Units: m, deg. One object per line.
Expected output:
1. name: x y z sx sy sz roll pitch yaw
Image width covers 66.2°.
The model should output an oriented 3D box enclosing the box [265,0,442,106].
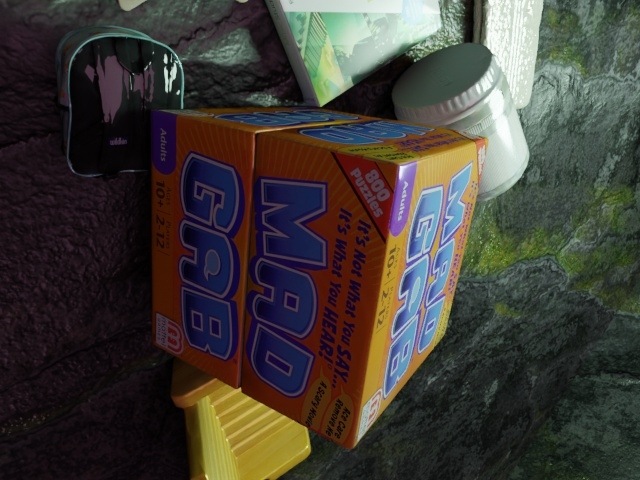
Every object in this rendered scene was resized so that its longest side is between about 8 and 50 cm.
1. box: 0.068 -0.420 0.873 0.322 0.058 0.232 -36 126 -15

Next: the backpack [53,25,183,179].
1. backpack: -0.277 -0.197 0.679 0.166 0.144 0.188 -8 129 -32

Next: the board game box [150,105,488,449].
1. board game box: 0.000 0.000 0.752 0.356 0.356 0.356 -24 126 -54

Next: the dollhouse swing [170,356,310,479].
1. dollhouse swing: -0.108 0.391 0.961 0.315 0.305 0.346 -26 122 -23

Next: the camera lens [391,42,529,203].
1. camera lens: 0.289 -0.227 1.008 0.219 0.219 0.274 -45 128 -9

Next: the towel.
1. towel: 0.416 -0.429 1.116 0.187 0.049 0.282 -18 121 -25

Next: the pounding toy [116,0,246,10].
1. pounding toy: -0.184 -0.430 0.690 0.270 0.155 0.154 -28 153 -10
